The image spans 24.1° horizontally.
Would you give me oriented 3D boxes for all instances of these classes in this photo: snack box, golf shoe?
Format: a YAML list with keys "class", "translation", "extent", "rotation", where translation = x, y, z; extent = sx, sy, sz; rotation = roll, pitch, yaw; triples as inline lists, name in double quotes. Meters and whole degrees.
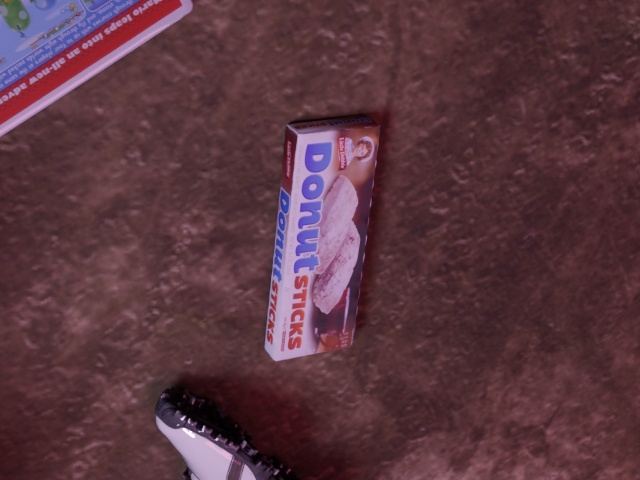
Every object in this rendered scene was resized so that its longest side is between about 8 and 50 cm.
- class: "snack box"
  translation: [0.000, 0.000, 1.049]
  extent: [0.064, 0.022, 0.178]
  rotation: [-8, 121, -26]
- class: "golf shoe"
  translation: [-0.070, 0.184, 1.081]
  extent: [0.094, 0.077, 0.198]
  rotation: [-43, 129, -2]

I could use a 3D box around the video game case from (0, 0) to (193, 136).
- class: "video game case"
  translation: [-0.213, -0.187, 0.812]
  extent: [0.204, 0.025, 0.285]
  rotation: [-35, 129, -9]
